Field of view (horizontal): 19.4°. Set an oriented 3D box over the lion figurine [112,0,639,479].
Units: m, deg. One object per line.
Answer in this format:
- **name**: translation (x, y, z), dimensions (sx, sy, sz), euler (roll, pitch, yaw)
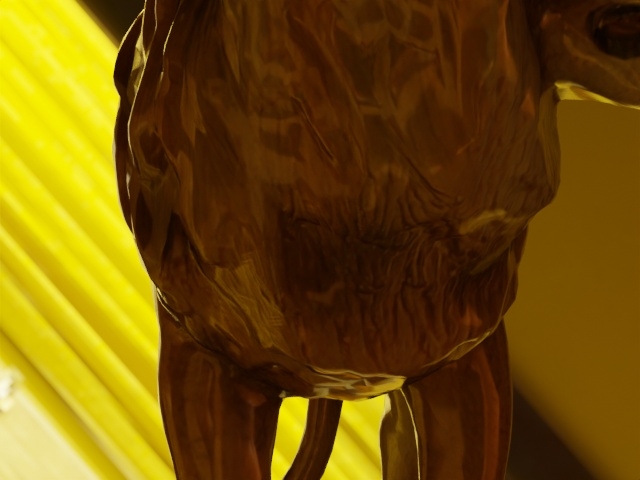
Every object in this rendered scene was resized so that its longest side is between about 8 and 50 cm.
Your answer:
- **lion figurine**: translation (0.000, 0.000, 0.582), dimensions (0.142, 0.240, 0.392), euler (-5, -3, -12)
